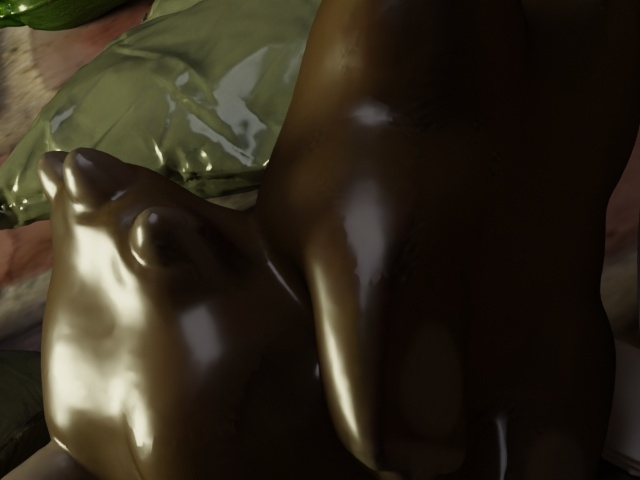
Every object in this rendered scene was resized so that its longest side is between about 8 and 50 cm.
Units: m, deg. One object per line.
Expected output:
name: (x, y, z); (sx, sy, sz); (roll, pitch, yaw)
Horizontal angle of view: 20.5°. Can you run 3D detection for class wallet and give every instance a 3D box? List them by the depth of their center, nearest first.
wallet: (0.096, 0.051, 0.586); (0.044, 0.011, 0.083); (-38, 30, -18)

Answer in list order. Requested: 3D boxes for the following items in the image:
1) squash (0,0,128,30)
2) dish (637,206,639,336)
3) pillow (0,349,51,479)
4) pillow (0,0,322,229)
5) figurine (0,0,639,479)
squash: (-0.115, -0.190, 1.115); (0.219, 0.068, 0.077); (-23, 10, 10)
dish: (0.214, -0.002, 0.516); (0.234, 0.064, 0.154); (-17, 30, 22)
pillow: (-0.204, 0.111, 0.623); (0.184, 0.075, 0.302); (-15, 10, 23)
pillow: (-0.008, -0.114, 0.886); (0.274, 0.076, 0.281); (-7, 33, 33)
figurine: (-0.003, 0.003, 0.566); (0.173, 0.177, 0.247); (-2, 81, 40)
